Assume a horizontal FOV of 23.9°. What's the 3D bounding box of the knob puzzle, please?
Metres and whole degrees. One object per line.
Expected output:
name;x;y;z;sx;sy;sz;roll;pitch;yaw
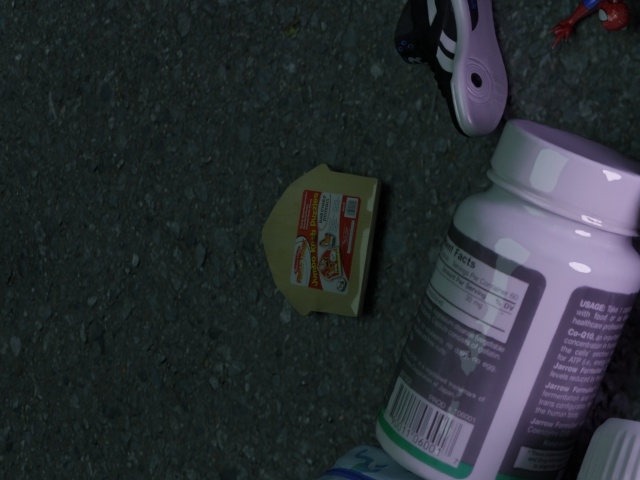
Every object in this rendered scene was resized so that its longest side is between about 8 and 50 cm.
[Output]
knob puzzle;0.000;0.000;1.898;0.213;0.030;0.213;-7;81;45

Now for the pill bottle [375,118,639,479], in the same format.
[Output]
pill bottle;0.207;0.073;1.548;0.204;0.204;0.361;33;108;43

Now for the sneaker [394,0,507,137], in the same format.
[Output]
sneaker;0.145;-0.203;1.749;0.121;0.079;0.216;-24;60;45

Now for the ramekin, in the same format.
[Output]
ramekin;0.336;0.235;1.399;0.207;0.207;0.109;8;81;46

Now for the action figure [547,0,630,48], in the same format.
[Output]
action figure;0.252;-0.327;1.638;0.139;0.091;0.280;-34;60;31

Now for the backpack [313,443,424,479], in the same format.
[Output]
backpack;0.093;0.366;1.591;0.273;0.290;0.355;-29;38;-8
